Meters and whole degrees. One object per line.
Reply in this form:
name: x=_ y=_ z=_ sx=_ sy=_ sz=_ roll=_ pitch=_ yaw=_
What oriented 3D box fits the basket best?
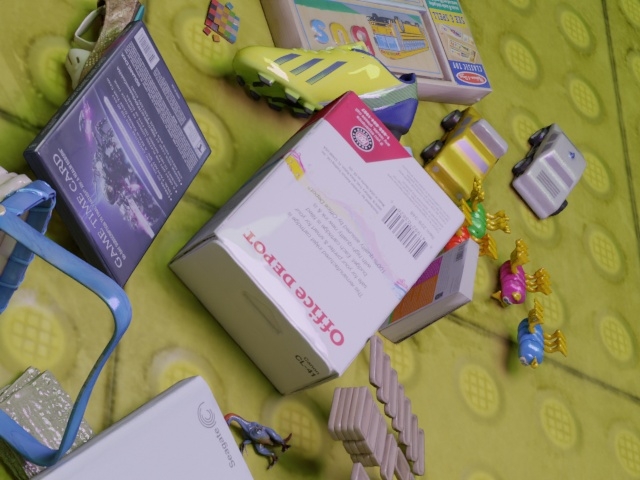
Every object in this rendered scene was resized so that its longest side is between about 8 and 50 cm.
basket: x=-0.323 y=0.059 z=1.320 sx=0.289 sy=0.255 sz=0.201 roll=33 pitch=39 yaw=4

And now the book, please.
book: x=0.143 y=0.064 z=1.863 sx=0.035 sy=0.144 sz=0.096 roll=36 pitch=44 yaw=-23

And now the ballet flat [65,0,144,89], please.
ballet flat: x=-0.268 y=-0.220 z=1.713 sx=0.067 sy=0.073 sz=0.206 roll=16 pitch=46 yaw=-4

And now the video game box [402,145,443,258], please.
video game box: x=0.065 y=-0.046 z=1.934 sx=0.205 sy=0.048 sz=0.187 roll=5 pitch=65 yaw=-44

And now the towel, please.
towel: x=-0.275 y=0.206 z=1.441 sx=0.148 sy=0.027 sz=0.110 roll=53 pitch=39 yaw=-4

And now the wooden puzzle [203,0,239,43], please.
wooden puzzle: x=-0.132 y=-0.296 z=1.932 sx=0.049 sy=0.006 sz=0.083 roll=32 pitch=46 yaw=-26

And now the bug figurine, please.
bug figurine: x=0.246 y=0.045 z=2.007 sx=0.279 sy=0.072 sz=0.216 roll=52 pitch=25 yaw=-22

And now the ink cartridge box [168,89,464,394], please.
ink cartridge box: x=0.000 y=0.000 z=1.730 sx=0.226 sy=0.131 sz=0.306 roll=49 pitch=54 yaw=-9

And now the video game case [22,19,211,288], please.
video game case: x=-0.224 y=-0.101 z=1.640 sx=0.196 sy=0.026 sz=0.274 roll=63 pitch=35 yaw=-30

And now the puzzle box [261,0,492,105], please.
puzzle box: x=0.073 y=-0.342 z=2.134 sx=0.409 sy=0.052 sz=0.272 roll=0 pitch=66 yaw=-46

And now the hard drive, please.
hard drive: x=-0.188 y=0.310 z=1.420 sx=0.353 sy=0.047 sz=0.233 roll=-31 pitch=98 yaw=-51

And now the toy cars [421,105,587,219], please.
toy cars: x=0.304 y=-0.130 z=2.198 sx=0.393 sy=0.087 sz=0.176 roll=5 pitch=62 yaw=-43

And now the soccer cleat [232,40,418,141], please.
soccer cleat: x=0.009 y=-0.221 z=1.921 sx=0.289 sy=0.093 sz=0.121 roll=17 pitch=85 yaw=-32

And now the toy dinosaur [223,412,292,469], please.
toy dinosaur: x=-0.078 y=0.224 z=1.635 sx=0.082 sy=0.047 sz=0.090 roll=42 pitch=8 yaw=-4

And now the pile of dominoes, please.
pile of dominoes: x=0.069 y=0.255 z=1.681 sx=0.251 sy=0.040 sz=0.196 roll=65 pitch=29 yaw=-46
